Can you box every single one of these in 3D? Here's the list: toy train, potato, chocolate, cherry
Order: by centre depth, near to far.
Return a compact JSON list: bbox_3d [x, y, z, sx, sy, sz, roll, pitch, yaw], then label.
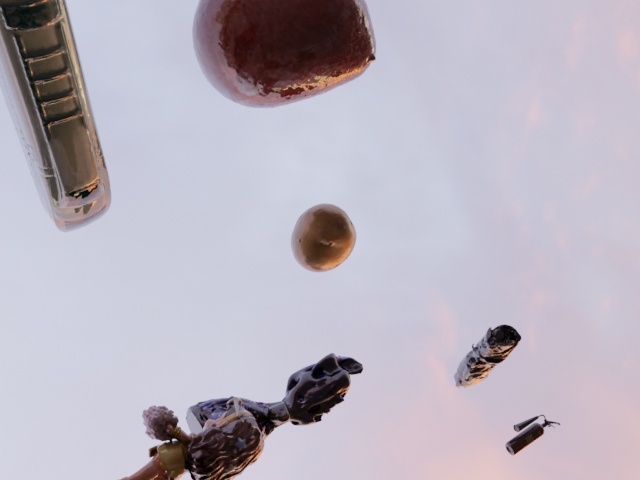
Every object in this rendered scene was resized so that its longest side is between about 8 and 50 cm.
[{"bbox_3d":[-0.303,-0.139,0.743,0.087,0.088,0.406,-28,-35,-27],"label":"toy train"},{"bbox_3d":[-0.058,-0.323,0.985,0.261,0.308,0.221,-61,-24,-19],"label":"cherry"},{"bbox_3d":[0.000,-0.002,1.103,0.112,0.112,0.147,-19,-31,-21],"label":"potato"},{"bbox_3d":[-0.068,0.308,1.192,0.344,0.148,0.126,-18,-88,-18],"label":"chocolate"}]

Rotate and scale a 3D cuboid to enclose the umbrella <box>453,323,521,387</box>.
[{"bbox_3d":[0.294,0.220,1.172,0.066,0.059,0.235,-3,-31,-9],"label":"umbrella"}]

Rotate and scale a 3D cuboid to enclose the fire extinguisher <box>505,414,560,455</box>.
[{"bbox_3d":[0.354,0.320,1.091,0.100,0.032,0.046,-27,-93,-21],"label":"fire extinguisher"}]

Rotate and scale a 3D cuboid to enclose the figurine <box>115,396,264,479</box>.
[{"bbox_3d":[-0.207,0.345,1.036,0.240,0.115,0.174,-15,-51,-19],"label":"figurine"}]
